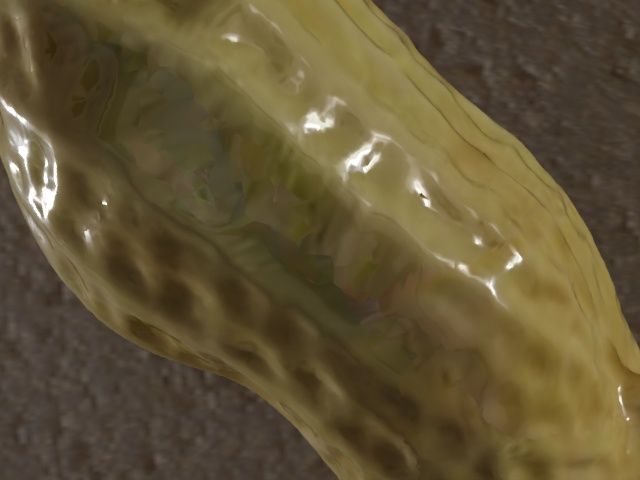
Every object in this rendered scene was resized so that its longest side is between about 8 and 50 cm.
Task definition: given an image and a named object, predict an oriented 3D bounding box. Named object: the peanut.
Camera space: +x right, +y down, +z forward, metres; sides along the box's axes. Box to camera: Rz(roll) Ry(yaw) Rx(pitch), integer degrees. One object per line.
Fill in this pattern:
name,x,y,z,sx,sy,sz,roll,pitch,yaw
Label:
peanut,0.000,0.000,0.433,0.093,0.083,0.194,-42,98,9
